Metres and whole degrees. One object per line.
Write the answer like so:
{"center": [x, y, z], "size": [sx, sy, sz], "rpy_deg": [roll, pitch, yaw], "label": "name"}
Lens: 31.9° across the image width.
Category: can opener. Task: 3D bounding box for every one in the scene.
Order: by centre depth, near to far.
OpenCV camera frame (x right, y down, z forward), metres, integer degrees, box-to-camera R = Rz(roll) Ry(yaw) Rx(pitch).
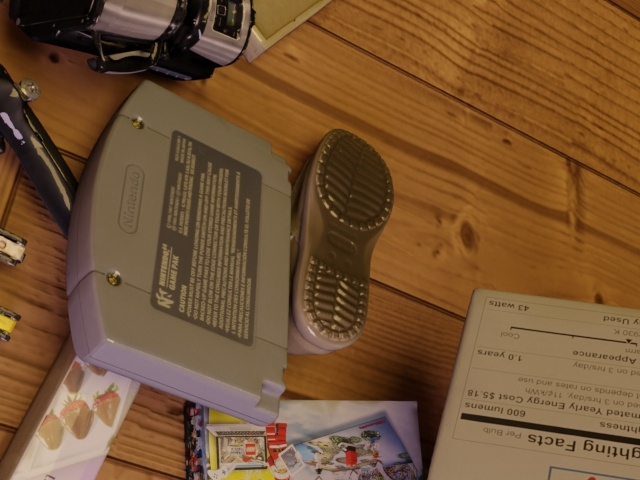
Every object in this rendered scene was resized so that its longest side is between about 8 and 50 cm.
{"center": [-0.246, -0.072, 0.972], "size": [0.186, 0.073, 0.059], "rpy_deg": [55, 17, -11], "label": "can opener"}

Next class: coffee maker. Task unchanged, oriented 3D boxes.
{"center": [-0.175, -0.217, 1.003], "size": [0.178, 0.171, 0.120], "rpy_deg": [9, 108, -50], "label": "coffee maker"}

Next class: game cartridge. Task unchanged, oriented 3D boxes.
{"center": [-0.118, 0.001, 0.970], "size": [0.198, 0.062, 0.297], "rpy_deg": [23, 45, -24], "label": "game cartridge"}

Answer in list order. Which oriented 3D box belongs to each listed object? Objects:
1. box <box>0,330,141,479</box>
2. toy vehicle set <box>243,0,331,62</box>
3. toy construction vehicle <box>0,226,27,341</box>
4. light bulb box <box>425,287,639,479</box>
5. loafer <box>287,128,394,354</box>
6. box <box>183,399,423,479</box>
{"center": [-0.218, 0.181, 0.901], "size": [0.063, 0.067, 0.324], "rpy_deg": [34, 60, -19], "label": "box"}
{"center": [-0.092, -0.335, 1.149], "size": [0.166, 0.035, 0.266], "rpy_deg": [-42, 99, -34], "label": "toy vehicle set"}
{"center": [-0.288, 0.028, 0.925], "size": [0.098, 0.035, 0.085], "rpy_deg": [27, 74, -20], "label": "toy construction vehicle"}
{"center": [0.268, 0.258, 0.935], "size": [0.225, 0.358, 0.361], "rpy_deg": [82, 22, -43], "label": "light bulb box"}
{"center": [0.000, 0.000, 1.079], "size": [0.102, 0.092, 0.268], "rpy_deg": [35, 44, -21], "label": "loafer"}
{"center": [-0.010, 0.228, 1.029], "size": [0.233, 0.044, 0.159], "rpy_deg": [6, 73, -31], "label": "box"}
